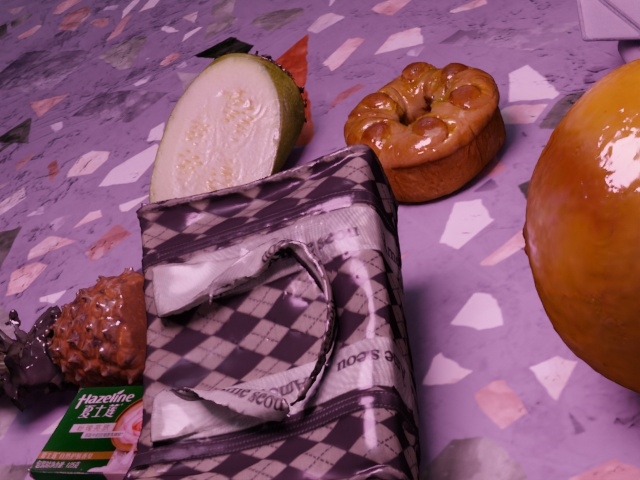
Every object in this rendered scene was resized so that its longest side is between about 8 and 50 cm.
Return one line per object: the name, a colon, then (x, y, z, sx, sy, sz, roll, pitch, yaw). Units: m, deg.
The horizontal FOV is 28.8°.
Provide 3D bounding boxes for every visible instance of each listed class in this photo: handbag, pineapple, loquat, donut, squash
handbag: (-0.064, 0.115, 1.308, 0.316, 0.180, 0.416, -12, 51, 10)
pineapple: (-0.343, 0.146, 1.589, 0.364, 0.165, 0.165, -16, 33, 29)
loquat: (0.332, -0.013, 1.184, 0.328, 0.328, 0.359, -42, 24, -24)
donut: (0.141, -0.150, 1.689, 0.226, 0.114, 0.226, -18, 34, 12)
squash: (-0.145, -0.134, 1.796, 0.189, 0.189, 0.260, -3, 34, 31)

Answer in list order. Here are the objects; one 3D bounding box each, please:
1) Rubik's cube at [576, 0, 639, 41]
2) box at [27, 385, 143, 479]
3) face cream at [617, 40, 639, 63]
Rubik's cube: (0.456, -0.392, 1.636, 0.205, 0.207, 0.205, 5, 32, 33)
box: (-0.212, 0.237, 1.417, 0.199, 0.081, 0.135, -4, 38, 27)
face cream: (0.457, -0.224, 1.631, 0.084, 0.057, 0.198, -21, 34, 3)
